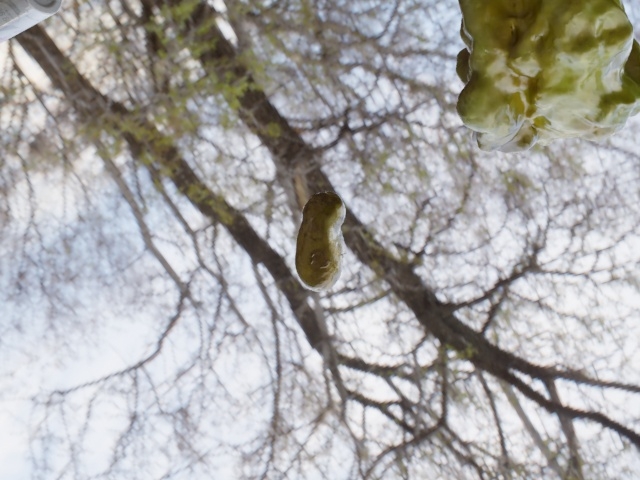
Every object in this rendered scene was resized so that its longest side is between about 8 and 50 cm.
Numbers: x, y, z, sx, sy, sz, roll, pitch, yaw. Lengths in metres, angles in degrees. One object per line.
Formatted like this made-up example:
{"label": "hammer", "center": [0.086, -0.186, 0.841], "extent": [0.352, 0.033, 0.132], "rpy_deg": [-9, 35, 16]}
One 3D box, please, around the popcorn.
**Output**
{"label": "popcorn", "center": [0.177, -0.158, 0.786], "extent": [0.155, 0.197, 0.198], "rpy_deg": [-9, -137, 24]}

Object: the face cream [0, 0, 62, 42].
{"label": "face cream", "center": [-0.226, -0.145, 0.663], "extent": [0.130, 0.034, 0.034], "rpy_deg": [-14, -140, 36]}

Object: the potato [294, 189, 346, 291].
{"label": "potato", "center": [0.000, 0.000, 0.893], "extent": [0.045, 0.092, 0.046], "rpy_deg": [3, 176, -6]}
